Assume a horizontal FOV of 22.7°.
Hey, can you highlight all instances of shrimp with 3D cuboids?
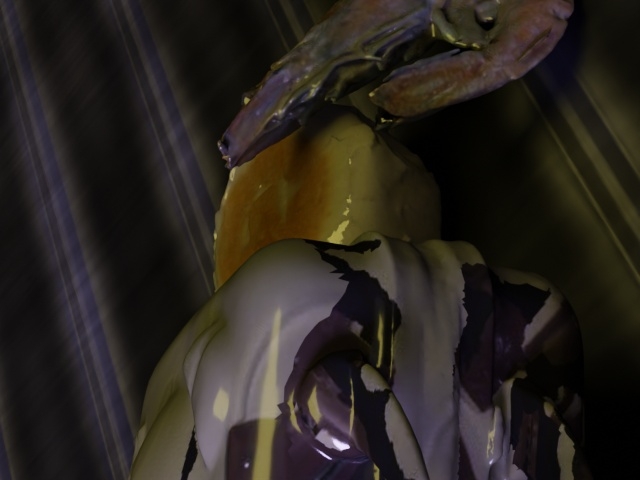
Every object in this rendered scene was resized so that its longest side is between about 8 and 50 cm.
[{"bbox_3d":[0.043,-0.098,0.866,0.223,0.047,0.126,-37,46,-16],"label":"shrimp"}]

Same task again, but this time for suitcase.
[{"bbox_3d":[0.002,0.169,0.681,0.339,0.194,0.351,134,143,-64],"label":"suitcase"}]

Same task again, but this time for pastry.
[{"bbox_3d":[0.000,0.000,0.915,0.166,0.088,0.166,-29,50,40],"label":"pastry"}]
